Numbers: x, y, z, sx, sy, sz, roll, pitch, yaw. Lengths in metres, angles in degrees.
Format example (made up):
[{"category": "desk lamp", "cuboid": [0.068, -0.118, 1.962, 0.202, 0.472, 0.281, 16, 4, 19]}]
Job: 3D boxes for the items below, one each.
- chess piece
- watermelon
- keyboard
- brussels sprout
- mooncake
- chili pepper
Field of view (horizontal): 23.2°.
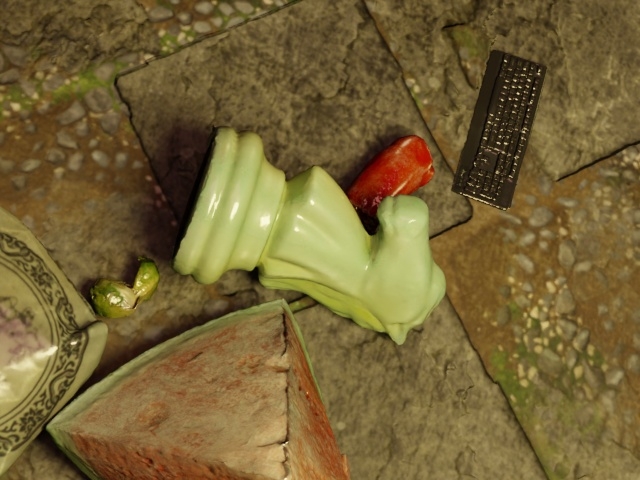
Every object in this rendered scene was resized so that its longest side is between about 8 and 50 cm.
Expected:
[{"category": "chess piece", "cuboid": [0.000, 0.000, 1.671, 0.298, 0.176, 0.176, 20, 69, -9]}, {"category": "watermelon", "cuboid": [-0.108, 0.234, 1.543, 0.250, 0.292, 0.283, -28, 89, 12]}, {"category": "keyboard", "cuboid": [0.214, -0.133, 1.848, 0.074, 0.015, 0.197, 21, 69, -6]}, {"category": "brussels sprout", "cuboid": [-0.206, 0.052, 1.671, 0.083, 0.046, 0.051, -31, 88, -21]}, {"category": "mooncake", "cuboid": [-0.358, 0.098, 1.573, 0.254, 0.136, 0.250, 45, 72, 3]}, {"category": "chili pepper", "cuboid": [0.076, -0.065, 1.766, 0.070, 0.073, 0.123, 28, 61, 32]}]
